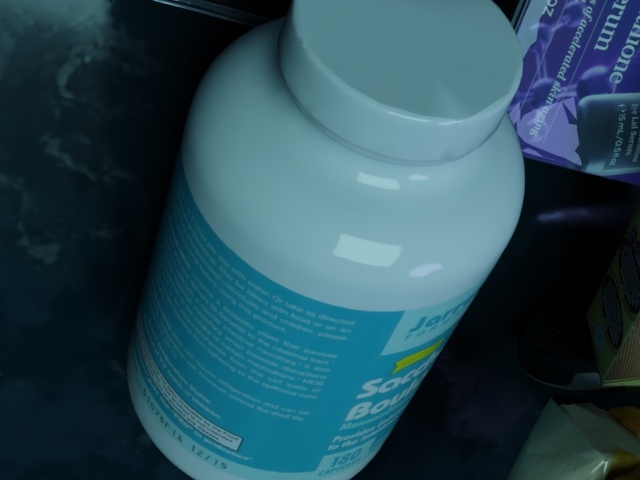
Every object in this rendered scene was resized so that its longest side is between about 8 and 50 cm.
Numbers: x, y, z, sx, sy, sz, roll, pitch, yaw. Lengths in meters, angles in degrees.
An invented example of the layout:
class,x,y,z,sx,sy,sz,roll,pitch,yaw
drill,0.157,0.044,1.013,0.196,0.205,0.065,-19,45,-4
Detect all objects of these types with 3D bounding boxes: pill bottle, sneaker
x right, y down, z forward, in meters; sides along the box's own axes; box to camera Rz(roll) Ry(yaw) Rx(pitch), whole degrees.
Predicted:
class,x,y,z,sx,sy,sz,roll,pitch,yaw
pill bottle,0.000,0.000,0.569,0.146,0.146,0.264,2,143,-17
sneaker,0.234,0.074,0.766,0.234,0.084,0.097,-9,121,-11

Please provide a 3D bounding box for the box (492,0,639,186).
class,x,y,z,sx,sy,sz,roll,pitch,yaw
box,0.169,-0.113,0.635,0.207,0.108,0.153,11,113,-21

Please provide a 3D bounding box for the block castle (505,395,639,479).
class,x,y,z,sx,sy,sz,roll,pitch,yaw
block castle,0.298,0.244,0.683,0.453,0.303,0.213,4,115,-40

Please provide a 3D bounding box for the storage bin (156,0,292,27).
class,x,y,z,sx,sy,sz,roll,pitch,yaw
storage bin,-0.044,-0.196,0.544,0.122,0.084,0.180,11,114,-21

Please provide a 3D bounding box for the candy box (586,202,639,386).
class,x,y,z,sx,sy,sz,roll,pitch,yaw
candy box,0.209,0.007,0.621,0.109,0.053,0.187,1,143,-6
